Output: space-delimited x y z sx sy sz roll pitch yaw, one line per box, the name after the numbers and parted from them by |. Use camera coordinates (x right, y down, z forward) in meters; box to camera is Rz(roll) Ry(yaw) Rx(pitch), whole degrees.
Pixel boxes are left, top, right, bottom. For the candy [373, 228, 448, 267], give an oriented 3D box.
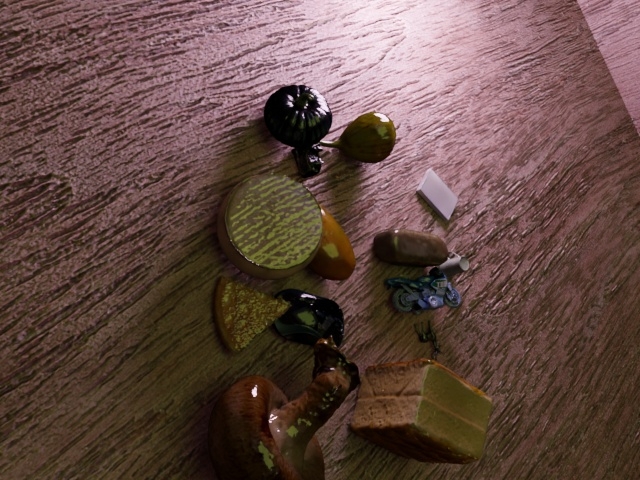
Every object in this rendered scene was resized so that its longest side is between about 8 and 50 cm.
0.272 0.025 2.125 0.234 0.104 0.102 5 80 -36 | candy

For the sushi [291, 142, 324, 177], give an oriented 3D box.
-0.032 -0.224 1.971 0.056 0.084 0.083 0 79 -37 | sushi

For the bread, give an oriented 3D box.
0.268 0.462 1.887 0.279 0.279 0.207 34 60 -26 | bread

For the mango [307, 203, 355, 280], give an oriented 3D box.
0.000 0.000 1.916 0.138 0.113 0.253 -31 91 -27 | mango

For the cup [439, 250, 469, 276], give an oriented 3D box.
0.427 0.074 2.242 0.054 0.083 0.075 36 57 -24 | cup

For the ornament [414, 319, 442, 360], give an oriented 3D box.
0.329 0.305 2.140 0.073 0.028 0.125 -10 82 -40 | ornament

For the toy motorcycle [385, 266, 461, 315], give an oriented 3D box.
0.311 0.147 2.133 0.254 0.092 0.136 -3 70 -29 | toy motorcycle

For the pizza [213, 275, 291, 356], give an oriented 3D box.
-0.170 0.187 1.756 0.193 0.053 0.201 1 71 -16 | pizza

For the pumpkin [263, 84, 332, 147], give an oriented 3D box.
-0.063 -0.339 1.934 0.194 0.194 0.150 -40 133 -38 | pumpkin

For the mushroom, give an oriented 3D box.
-0.065 0.454 1.616 0.334 0.356 0.331 -96 174 -62 | mushroom

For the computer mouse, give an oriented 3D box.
-0.021 0.204 1.854 0.233 0.096 0.137 21 65 -30 | computer mouse

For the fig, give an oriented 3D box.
0.094 -0.282 2.066 0.259 0.151 0.151 -19 89 -17 | fig

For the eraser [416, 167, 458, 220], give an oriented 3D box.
0.382 -0.149 2.308 0.150 0.023 0.104 45 55 -20 | eraser

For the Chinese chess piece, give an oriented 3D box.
-0.126 -0.035 1.782 0.270 0.112 0.270 4 76 -16 | Chinese chess piece
